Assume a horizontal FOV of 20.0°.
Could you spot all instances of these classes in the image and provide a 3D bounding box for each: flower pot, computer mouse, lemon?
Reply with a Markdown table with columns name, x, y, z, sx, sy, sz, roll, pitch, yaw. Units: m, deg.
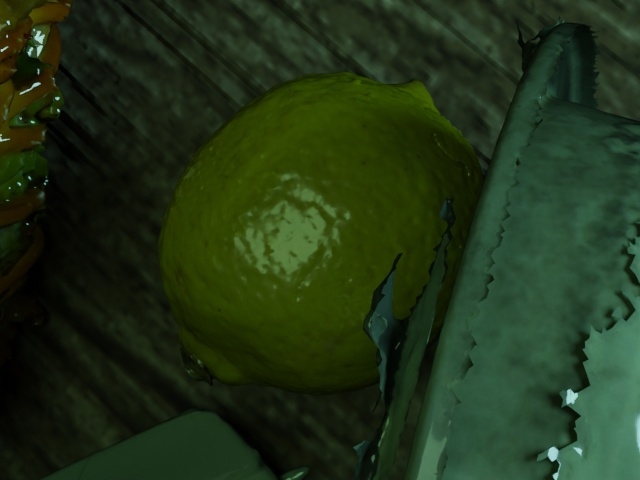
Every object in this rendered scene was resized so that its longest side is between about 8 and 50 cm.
| name | x | y | z | sx | sy | sz | roll | pitch | yaw |
| --- | --- | --- | --- | --- | --- | --- | --- | --- | --- |
| flower pot | 0.146 | 0.098 | 0.504 | 0.259 | 0.290 | 0.290 | 12 | 92 | 10 |
| computer mouse | -0.084 | 0.128 | 0.697 | 0.181 | 0.056 | 0.089 | -28 | 81 | 19 |
| lemon | 0.000 | 0.000 | 0.637 | 0.109 | 0.109 | 0.133 | 40 | 92 | 20 |

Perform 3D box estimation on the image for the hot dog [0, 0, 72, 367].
| name | x | y | z | sx | sy | sz | roll | pitch | yaw |
| --- | --- | --- | --- | --- | --- | --- | --- | --- | --- |
| hot dog | -0.170 | 0.009 | 0.693 | 0.117 | 0.158 | 0.349 | 21 | 92 | 5 |
